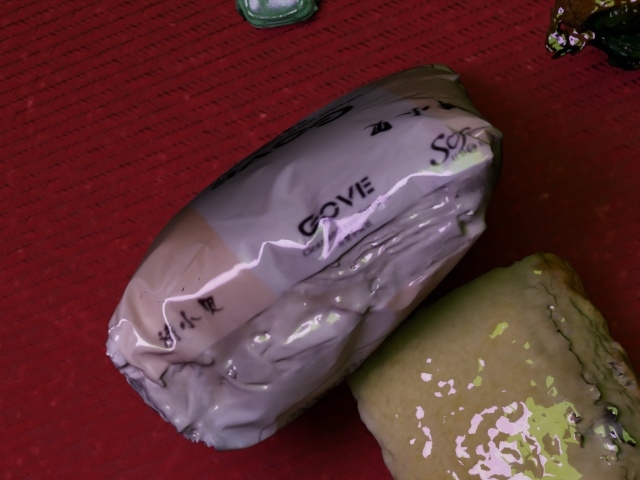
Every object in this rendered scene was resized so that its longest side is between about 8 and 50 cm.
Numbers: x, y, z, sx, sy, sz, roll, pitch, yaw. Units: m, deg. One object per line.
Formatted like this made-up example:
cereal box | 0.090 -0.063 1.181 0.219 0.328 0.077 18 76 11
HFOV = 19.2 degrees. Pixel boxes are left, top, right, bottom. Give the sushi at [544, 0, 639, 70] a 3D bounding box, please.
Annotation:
sushi | 0.337 -0.236 1.754 0.287 0.149 0.140 -8 86 -13

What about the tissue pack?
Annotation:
tissue pack | 0.000 0.000 1.671 0.375 0.390 0.195 -37 100 5

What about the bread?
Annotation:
bread | 0.202 0.217 1.623 0.236 0.165 0.375 -30 66 10

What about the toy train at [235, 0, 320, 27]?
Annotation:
toy train | -0.050 -0.293 1.916 0.099 0.081 0.149 -8 70 13
